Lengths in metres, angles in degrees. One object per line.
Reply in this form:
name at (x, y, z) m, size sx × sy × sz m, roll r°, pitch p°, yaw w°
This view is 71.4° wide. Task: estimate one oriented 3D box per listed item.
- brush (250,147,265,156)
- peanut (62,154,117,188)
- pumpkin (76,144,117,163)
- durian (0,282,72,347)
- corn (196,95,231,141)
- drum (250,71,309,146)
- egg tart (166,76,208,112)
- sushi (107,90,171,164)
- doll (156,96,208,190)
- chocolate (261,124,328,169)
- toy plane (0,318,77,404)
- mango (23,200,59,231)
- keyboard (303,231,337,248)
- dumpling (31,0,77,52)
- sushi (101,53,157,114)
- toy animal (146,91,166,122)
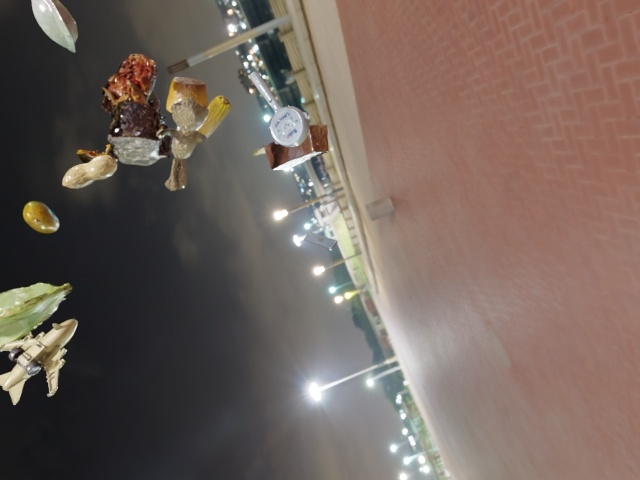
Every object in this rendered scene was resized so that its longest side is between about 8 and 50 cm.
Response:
brush at (-0.265, -0.410, 2.054) m, size 0.178 × 0.030 × 0.033 m, roll 3°, pitch 86°, yaw 50°
peanut at (-0.795, -0.234, 1.535) m, size 0.082 × 0.187 × 0.082 m, roll 57°, pitch 163°, yaw 27°
pumpkin at (-0.967, -0.372, 1.980) m, size 0.119 × 0.183 × 0.108 m, roll -124°, pitch 16°, yaw -64°
durian at (-0.912, 0.199, 1.276) m, size 0.198 × 0.394 × 0.163 m, roll 89°, pitch 159°, yaw -68°
corn at (-0.450, -0.496, 1.825) m, size 0.080 × 0.231 × 0.080 m, roll 31°, pitch -142°, yaw -28°
drum at (-0.114, -0.399, 1.312) m, size 0.049 × 0.130 × 0.253 m, roll -21°, pitch -89°, yaw -65°
egg tart at (-0.605, -0.662, 2.057) m, size 0.202 × 0.202 × 0.147 m, roll -110°, pitch 30°, yaw -58°
sushi at (-0.724, -0.428, 1.798) m, size 0.348 × 0.234 × 0.208 m, roll 155°, pitch 114°, yaw -64°
doll at (-0.441, -0.314, 1.453) m, size 0.091 × 0.202 × 0.286 m, roll 32°, pitch 139°, yaw 36°
chocolate at (-0.098, -0.355, 1.731) m, size 0.321 × 0.112 × 0.112 m, roll -8°, pitch 94°, yaw 51°
toy plane at (-0.772, 0.313, 1.222) m, size 0.229 × 0.244 × 0.092 m, roll 28°, pitch 157°, yaw 18°
mango at (-1.388, -0.107, 2.223) m, size 0.156 × 0.114 × 0.251 m, roll 52°, pitch 160°, yaw 6°
keyboard at (-0.001, -0.001, 2.138) m, size 0.176 × 0.055 × 0.014 m, roll 17°, pitch 144°, yaw 35°
dumpling at (-0.893, -0.754, 1.530) m, size 0.217 × 0.149 × 0.105 m, roll 83°, pitch -156°, yaw -49°
sushi at (-0.866, -0.692, 2.008) m, size 0.182 × 0.196 × 0.343 m, roll 133°, pitch 152°, yaw -53°
toy animal at (-0.856, -0.655, 2.231) m, size 0.218 × 0.116 × 0.180 m, roll -97°, pitch -5°, yaw -54°
